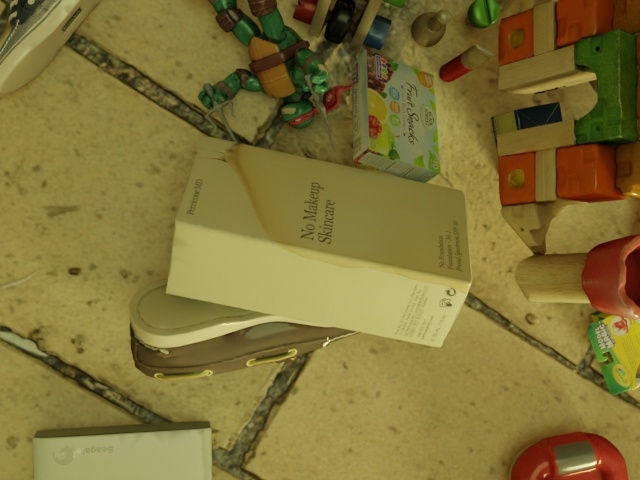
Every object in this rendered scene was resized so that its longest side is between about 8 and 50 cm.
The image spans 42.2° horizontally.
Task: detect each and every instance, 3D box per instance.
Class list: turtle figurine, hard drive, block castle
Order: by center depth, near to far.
[{"bbox_3d":[0.378,-0.142,0.908,0.303,0.213,0.453,3,86,-32],"label":"block castle"},{"bbox_3d":[-0.063,-0.202,0.951,0.175,0.118,0.234,-16,107,32],"label":"turtle figurine"},{"bbox_3d":[-0.227,0.374,0.976,0.203,0.040,0.307,-1,92,-9],"label":"hard drive"}]

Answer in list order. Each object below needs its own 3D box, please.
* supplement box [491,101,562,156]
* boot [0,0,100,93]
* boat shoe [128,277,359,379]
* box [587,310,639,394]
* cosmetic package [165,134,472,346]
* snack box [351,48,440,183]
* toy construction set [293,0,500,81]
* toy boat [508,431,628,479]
[{"bbox_3d":[0.256,-0.120,1.014,0.056,0.083,0.083,-11,93,-9],"label":"supplement box"},{"bbox_3d":[-0.325,-0.259,0.934,0.086,0.069,0.190,38,78,-1],"label":"boot"},{"bbox_3d":[-0.058,0.091,0.965,0.325,0.116,0.096,-8,134,-21],"label":"boat shoe"},{"bbox_3d":[0.431,0.119,1.071,0.179,0.043,0.105,-22,95,-10],"label":"box"},{"bbox_3d":[0.000,0.000,0.918,0.310,0.160,0.113,12,131,-6],"label":"cosmetic package"},{"bbox_3d":[0.087,-0.144,0.968,0.100,0.037,0.141,15,60,-28],"label":"snack box"},{"bbox_3d":[0.094,-0.321,0.906,0.257,0.237,0.309,-43,98,-5],"label":"toy construction set"},{"bbox_3d":[0.325,0.358,1.005,0.151,0.151,0.231,-10,93,-8],"label":"toy boat"}]
